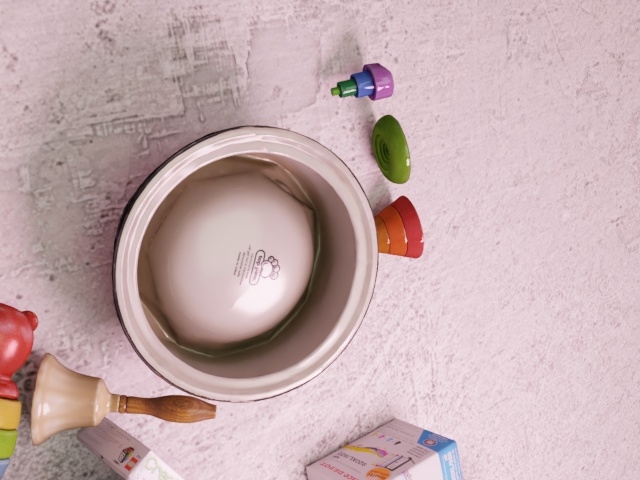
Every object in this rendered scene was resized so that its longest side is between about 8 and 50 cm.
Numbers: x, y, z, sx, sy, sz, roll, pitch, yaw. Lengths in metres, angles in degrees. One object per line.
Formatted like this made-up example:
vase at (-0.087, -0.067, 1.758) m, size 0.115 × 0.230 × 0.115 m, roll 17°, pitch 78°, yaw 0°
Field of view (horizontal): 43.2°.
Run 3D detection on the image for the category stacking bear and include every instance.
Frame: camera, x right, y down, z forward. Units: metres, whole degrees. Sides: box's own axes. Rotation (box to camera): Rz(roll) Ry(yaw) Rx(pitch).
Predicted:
stacking bear at (-0.459, 0.215, 1.034) m, size 0.175 × 0.164 × 0.289 m, roll 25°, pitch 76°, yaw -36°

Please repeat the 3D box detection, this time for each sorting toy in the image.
sorting toy at (0.086, -0.125, 1.441) m, size 0.126 × 0.127 × 0.366 m, roll -16°, pitch 108°, yaw -13°

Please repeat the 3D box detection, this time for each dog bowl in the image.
dog bowl at (-0.123, 0.028, 1.221) m, size 0.407 × 0.150 × 0.408 m, roll -5°, pitch 102°, yaw -25°

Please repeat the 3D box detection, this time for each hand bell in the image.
hand bell at (-0.266, 0.229, 1.127) m, size 0.241 × 0.126 × 0.126 m, roll 6°, pitch 92°, yaw -8°

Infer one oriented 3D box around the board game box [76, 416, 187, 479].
board game box at (-0.213, 0.387, 1.209) m, size 0.053 × 0.193 × 0.305 m, roll -51°, pitch 122°, yaw -20°

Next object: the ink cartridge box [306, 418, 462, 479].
ink cartridge box at (0.122, 0.465, 1.483) m, size 0.232 × 0.171 × 0.168 m, roll -19°, pitch 106°, yaw -34°
